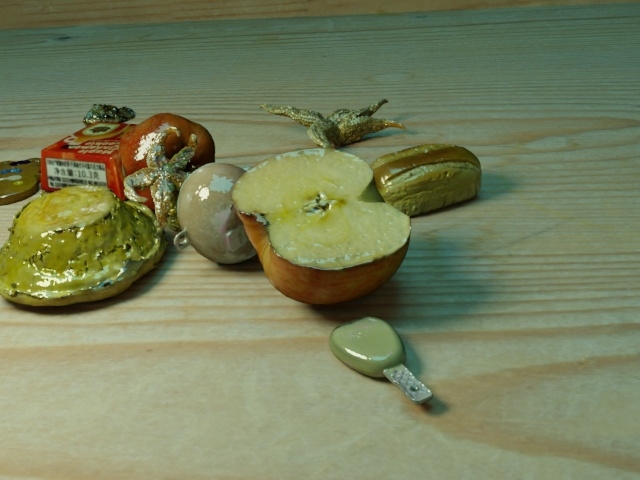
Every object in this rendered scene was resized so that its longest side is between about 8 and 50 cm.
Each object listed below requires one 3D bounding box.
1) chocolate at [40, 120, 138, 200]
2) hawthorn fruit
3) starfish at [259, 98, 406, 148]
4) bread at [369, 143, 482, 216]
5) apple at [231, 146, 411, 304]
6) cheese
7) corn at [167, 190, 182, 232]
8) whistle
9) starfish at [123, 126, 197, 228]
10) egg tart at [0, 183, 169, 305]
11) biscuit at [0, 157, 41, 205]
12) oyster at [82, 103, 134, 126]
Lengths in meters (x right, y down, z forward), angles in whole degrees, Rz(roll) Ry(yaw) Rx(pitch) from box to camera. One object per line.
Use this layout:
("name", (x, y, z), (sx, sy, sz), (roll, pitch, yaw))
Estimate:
("chocolate", (-0.487, -0.188, 1.757), (0.237, 0.108, 0.235), (10, 32, 24))
("hawthorn fruit", (-0.337, -0.167, 1.595), (0.207, 0.207, 0.243), (-21, 27, -28))
("starfish", (0.047, -0.293, 1.900), (0.293, 0.084, 0.301), (-17, 33, -31))
("bread", (0.200, -0.125, 1.520), (0.236, 0.106, 0.140), (-16, 31, -19))
("apple", (0.000, 0.000, 1.231), (0.251, 0.163, 0.293), (-15, 44, -16))
("cheese", (0.089, 0.166, 1.044), (0.097, 0.037, 0.192), (-18, 29, -21))
("corn", (-0.180, -0.084, 1.479), (0.260, 0.091, 0.091), (-14, 69, -8))
("whistle", (-0.124, -0.081, 1.379), (0.348, 0.189, 0.189), (-32, 36, -26))
("starfish", (-0.287, -0.115, 1.426), (0.150, 0.053, 0.209), (0, 62, -2))
("egg tart", (-0.437, -0.007, 1.367), (0.341, 0.132, 0.341), (-4, 29, 2))
("biscuit", (-0.721, -0.142, 1.785), (0.180, 0.039, 0.236), (-7, 29, -7))
("oyster", (-0.608, -0.357, 2.167), (0.105, 0.056, 0.177), (23, 33, 29))
